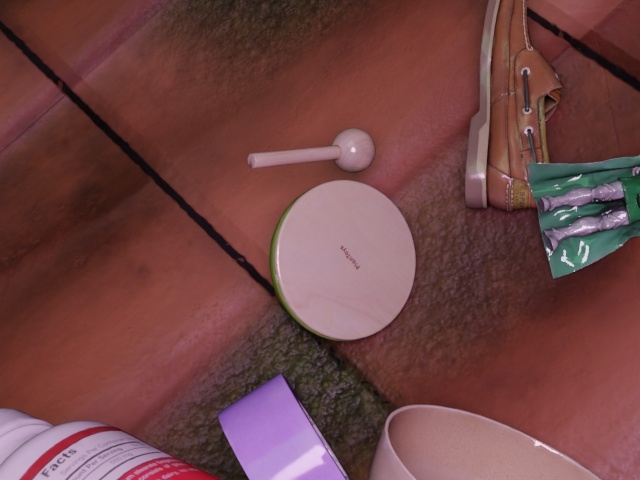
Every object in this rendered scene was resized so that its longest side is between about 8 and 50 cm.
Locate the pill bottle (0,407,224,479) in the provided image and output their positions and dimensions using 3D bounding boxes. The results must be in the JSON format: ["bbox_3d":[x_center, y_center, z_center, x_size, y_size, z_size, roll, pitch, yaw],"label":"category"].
[{"bbox_3d":[-0.180,0.306,1.075,0.407,0.229,0.229,19,68,30],"label":"pill bottle"}]

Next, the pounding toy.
[{"bbox_3d":[0.000,0.000,1.361,0.183,0.110,0.237,-16,93,-28],"label":"pounding toy"}]

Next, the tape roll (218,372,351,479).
[{"bbox_3d":[-0.023,0.236,1.196,0.080,0.189,0.189,-33,58,-4],"label":"tape roll"}]

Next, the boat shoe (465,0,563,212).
[{"bbox_3d":[0.242,-0.176,1.410,0.104,0.111,0.307,4,72,13],"label":"boat shoe"}]

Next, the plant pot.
[{"bbox_3d":[0.152,0.310,1.087,0.284,0.284,0.191,30,105,27],"label":"plant pot"}]

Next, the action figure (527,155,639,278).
[{"bbox_3d":[0.361,-0.049,1.306,0.232,0.137,0.063,-15,15,-1],"label":"action figure"}]
